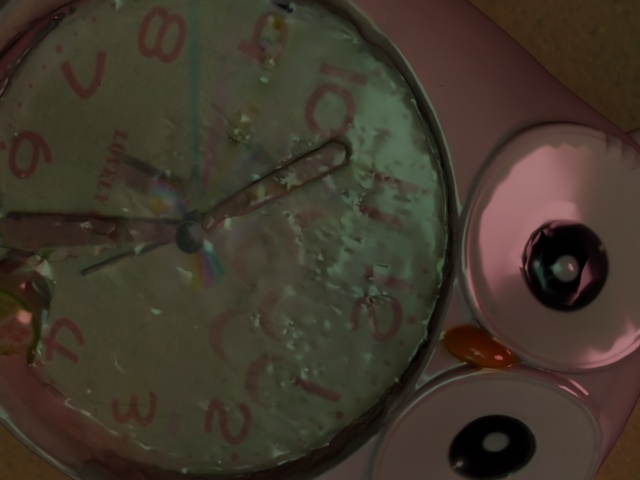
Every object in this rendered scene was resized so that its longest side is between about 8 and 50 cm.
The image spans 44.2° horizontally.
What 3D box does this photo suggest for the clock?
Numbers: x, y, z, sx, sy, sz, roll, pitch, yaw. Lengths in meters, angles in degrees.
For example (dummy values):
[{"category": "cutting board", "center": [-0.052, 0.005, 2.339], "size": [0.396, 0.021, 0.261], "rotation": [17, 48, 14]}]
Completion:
[{"category": "clock", "center": [0.000, 0.000, 0.462], "size": [0.376, 0.250, 0.368], "rotation": [20, 100, 9]}]
